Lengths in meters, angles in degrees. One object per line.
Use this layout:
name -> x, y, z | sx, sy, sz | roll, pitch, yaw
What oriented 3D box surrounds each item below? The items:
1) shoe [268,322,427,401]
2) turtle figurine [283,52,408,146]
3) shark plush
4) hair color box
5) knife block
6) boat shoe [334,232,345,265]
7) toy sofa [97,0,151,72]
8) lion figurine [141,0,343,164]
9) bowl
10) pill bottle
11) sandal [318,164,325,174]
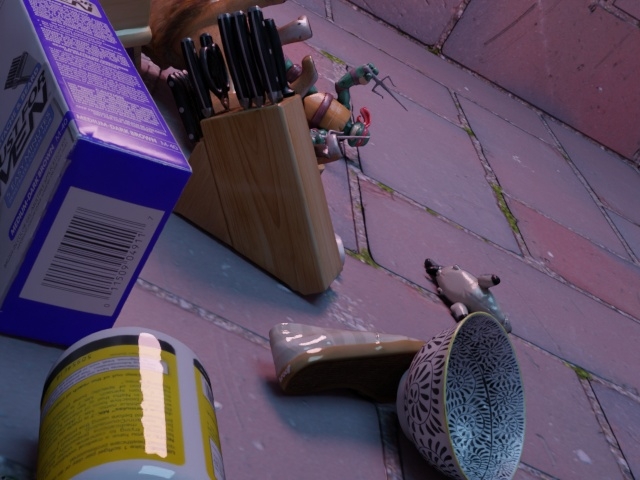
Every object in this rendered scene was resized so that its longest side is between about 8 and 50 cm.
shoe -> 0.039, 0.111, 1.101 | 0.219, 0.076, 0.058 | 8, 35, -44
turtle figurine -> 0.005, -0.201, 1.741 | 0.234, 0.118, 0.175 | 27, 61, -7
shark plush -> 0.181, 0.072, 1.481 | 0.161, 0.073, 0.067 | 23, -12, 47
hair color box -> -0.239, -0.083, 0.996 | 0.110, 0.185, 0.339 | 17, 24, -32
knife block -> -0.050, -0.109, 1.246 | 0.276, 0.242, 0.088 | 34, 21, 4
boat shoe -> 0.000, 0.000, 1.378 | 0.035, 0.035, 0.100 | -8, 39, -19
toy sofa -> -0.379, -0.372, 1.572 | 0.150, 0.177, 0.362 | -15, 46, -32
lion figurine -> -0.121, -0.212, 1.490 | 0.142, 0.240, 0.392 | 67, 8, -47
bowl -> 0.124, 0.156, 1.076 | 0.170, 0.080, 0.170 | 20, 66, -53
pill bottle -> -0.118, 0.156, 0.708 | 0.119, 0.119, 0.208 | 24, 21, -21
sandal -> -0.083, -0.182, 1.606 | 0.240, 0.079, 0.088 | 35, 20, 9
